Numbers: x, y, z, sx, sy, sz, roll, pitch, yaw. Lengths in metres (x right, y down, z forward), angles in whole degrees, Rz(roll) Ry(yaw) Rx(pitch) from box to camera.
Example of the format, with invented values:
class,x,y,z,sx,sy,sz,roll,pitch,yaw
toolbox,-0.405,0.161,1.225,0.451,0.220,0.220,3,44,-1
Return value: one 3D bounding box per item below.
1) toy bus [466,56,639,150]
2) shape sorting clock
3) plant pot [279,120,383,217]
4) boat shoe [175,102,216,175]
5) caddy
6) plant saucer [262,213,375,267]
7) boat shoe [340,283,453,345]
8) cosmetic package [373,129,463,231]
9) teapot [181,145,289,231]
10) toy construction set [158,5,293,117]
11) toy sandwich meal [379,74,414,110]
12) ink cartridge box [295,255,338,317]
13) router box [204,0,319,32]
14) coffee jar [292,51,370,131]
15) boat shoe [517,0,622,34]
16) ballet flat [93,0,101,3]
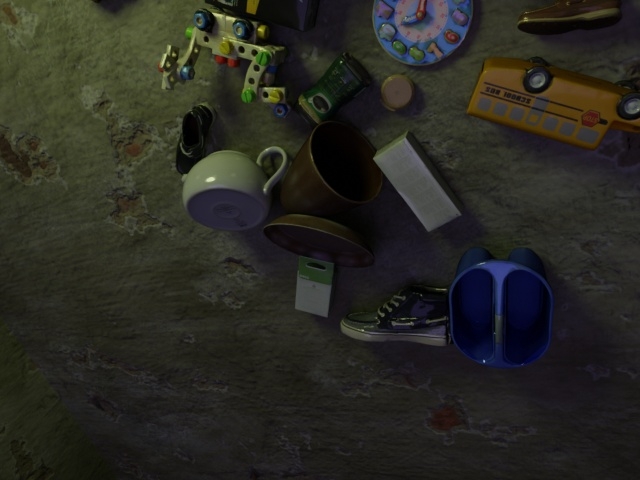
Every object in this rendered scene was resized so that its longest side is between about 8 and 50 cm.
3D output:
class,x,y,z,sx,sy,sz,roll,pitch,yaw
toy bus,0.481,-0.279,0.957,0.333,0.108,0.130,19,126,9
shape sorting clock,0.210,-0.470,0.983,0.206,0.040,0.206,10,124,15
plant pot,-0.001,-0.145,1.185,0.215,0.215,0.230,47,139,-11
boat shoe,-0.362,-0.269,1.306,0.084,0.079,0.233,31,128,-2
caddy,0.458,0.175,1.209,0.241,0.179,0.341,0,121,22
plant saucer,0.000,0.000,1.266,0.311,0.050,0.310,14,163,4
boat shoe,0.219,0.202,1.368,0.341,0.127,0.158,0,107,18
cosmetic package,0.243,-0.143,1.163,0.099,0.060,0.239,-29,107,35
teapot,-0.240,-0.156,1.274,0.256,0.187,0.252,11,148,-17
toy construction set,-0.217,-0.423,1.121,0.328,0.151,0.215,11,125,1
toy sandwich meal,0.177,-0.339,1.087,0.086,0.029,0.085,8,118,15
ink cartridge box,-0.011,0.125,1.427,0.109,0.062,0.209,14,124,12
router box,-0.106,-0.626,0.979,0.243,0.081,0.308,20,125,7
coffee jar,0.022,-0.343,1.110,0.184,0.079,0.096,-36,105,33
boat shoe,0.471,-0.434,0.900,0.178,0.064,0.060,1,90,19
ballet flat,-0.463,-0.668,1.085,0.342,0.116,0.124,-25,129,32
